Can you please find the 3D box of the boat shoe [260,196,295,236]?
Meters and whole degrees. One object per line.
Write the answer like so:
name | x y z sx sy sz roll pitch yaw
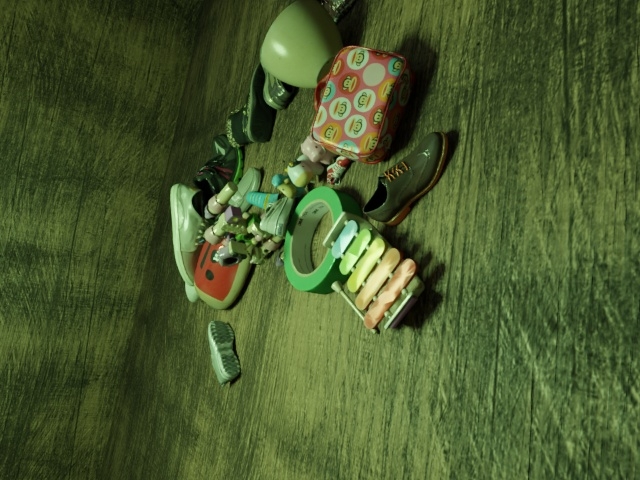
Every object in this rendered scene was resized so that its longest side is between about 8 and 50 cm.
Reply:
boat shoe | -0.141 -0.093 1.548 0.267 0.088 0.096 -75 -4 -59

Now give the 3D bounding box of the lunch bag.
lunch bag | 0.096 -0.374 1.266 0.258 0.120 0.293 24 95 27

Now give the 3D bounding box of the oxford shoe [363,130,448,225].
oxford shoe | 0.204 -0.150 1.117 0.271 0.098 0.097 -58 36 25

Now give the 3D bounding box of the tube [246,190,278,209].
tube | -0.228 -0.159 1.851 0.207 0.052 0.080 18 100 53

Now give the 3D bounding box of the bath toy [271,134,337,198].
bath toy | -0.017 -0.284 1.465 0.348 0.129 0.151 -47 22 35

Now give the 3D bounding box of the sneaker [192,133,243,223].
sneaker | -0.486 -0.307 2.160 0.185 0.202 0.482 -32 52 47

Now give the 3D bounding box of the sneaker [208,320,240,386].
sneaker | -0.400 0.438 1.817 0.115 0.105 0.281 -55 37 29

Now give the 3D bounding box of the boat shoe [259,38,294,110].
boat shoe | -0.158 -0.710 1.907 0.130 0.132 0.355 -23 67 41

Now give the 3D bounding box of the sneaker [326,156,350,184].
sneaker | 0.056 -0.213 1.427 0.118 0.042 0.067 -33 47 57

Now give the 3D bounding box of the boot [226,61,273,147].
boot | -0.304 -0.599 2.068 0.284 0.138 0.377 0 83 57

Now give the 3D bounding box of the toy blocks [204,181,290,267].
toy blocks | -0.269 0.008 1.621 0.260 0.289 0.308 -40 48 36

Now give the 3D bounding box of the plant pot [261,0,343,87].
plant pot | -0.029 -0.630 1.560 0.191 0.284 0.284 45 122 15

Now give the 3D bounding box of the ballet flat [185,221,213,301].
ballet flat | -0.533 0.117 2.129 0.139 0.139 0.400 34 116 57

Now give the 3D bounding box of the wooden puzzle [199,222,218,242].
wooden puzzle | -0.459 -0.028 1.969 0.014 0.078 0.116 40 92 22

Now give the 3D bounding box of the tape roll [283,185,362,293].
tape roll | 0.000 0.000 1.398 0.321 0.077 0.321 -28 54 49

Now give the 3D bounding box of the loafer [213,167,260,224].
loafer | -0.358 -0.178 1.989 0.319 0.111 0.112 -59 36 19

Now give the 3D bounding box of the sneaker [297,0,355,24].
sneaker | 0.015 -0.854 1.637 0.281 0.163 0.106 -45 43 39

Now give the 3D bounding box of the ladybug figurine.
ladybug figurine | -0.399 0.077 1.908 0.305 0.162 0.449 45 116 54

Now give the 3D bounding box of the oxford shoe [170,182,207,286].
oxford shoe | -0.549 -0.024 1.983 0.169 0.130 0.449 -59 -35 -87

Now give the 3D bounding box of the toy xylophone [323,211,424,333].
toy xylophone | 0.117 0.091 1.137 0.323 0.081 0.236 44 117 42
